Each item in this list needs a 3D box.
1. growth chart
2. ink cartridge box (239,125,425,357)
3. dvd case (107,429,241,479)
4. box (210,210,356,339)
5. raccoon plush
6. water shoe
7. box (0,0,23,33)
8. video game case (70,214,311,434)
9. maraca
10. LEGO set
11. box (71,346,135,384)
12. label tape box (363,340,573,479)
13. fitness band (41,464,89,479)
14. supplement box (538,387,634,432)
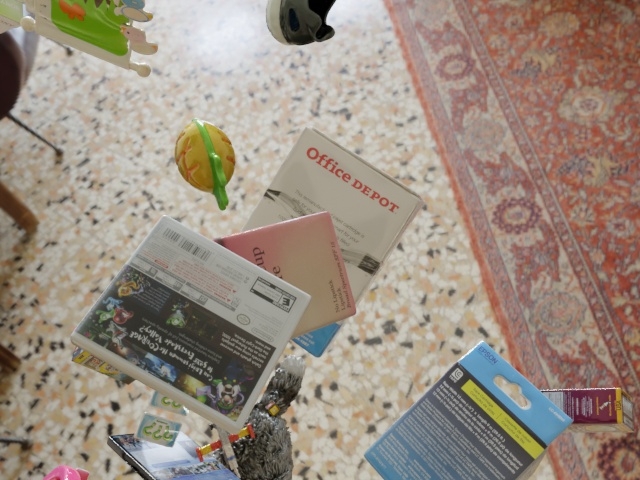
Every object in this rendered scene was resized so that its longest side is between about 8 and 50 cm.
[{"bbox_3d":[-0.247,-0.256,0.690,0.171,0.237,0.021,18,65,5],"label":"growth chart"},{"bbox_3d":[0.000,0.000,1.517,0.285,0.166,0.395,34,98,9],"label":"ink cartridge box"},{"bbox_3d":[-0.294,0.453,1.439,0.253,0.180,0.022,22,99,43],"label":"dvd case"},{"bbox_3d":[-0.090,0.062,0.915,0.232,0.149,0.126,-16,1,-40],"label":"box"},{"bbox_3d":[-0.079,0.528,1.709,0.299,0.216,0.447,28,85,21],"label":"raccoon plush"},{"bbox_3d":[0.004,-0.308,0.773,0.080,0.073,0.203,12,89,31],"label":"water shoe"},{"bbox_3d":[-0.549,-0.445,1.061,0.232,0.058,0.322,-11,82,27],"label":"box"},{"bbox_3d":[-0.128,0.082,0.741,0.190,0.022,0.173,29,55,1],"label":"video game case"},{"bbox_3d":[-0.188,-0.130,1.194,0.099,0.127,0.186,-18,44,-16],"label":"maraca"},{"bbox_3d":[-0.196,0.323,1.322,0.183,0.244,0.060,-67,21,-4],"label":"LEGO set"},{"bbox_3d":[-0.459,0.254,1.675,0.233,0.159,0.044,-35,37,36],"label":"box"},{"bbox_3d":[0.300,0.415,1.448,0.347,0.115,0.249,-42,57,-8],"label":"label tape box"},{"bbox_3d":[-0.482,0.501,1.211,0.291,0.054,0.209,-42,25,37],"label":"fitness band"},{"bbox_3d":[0.601,0.388,1.616,0.188,0.104,0.081,-11,60,35],"label":"supplement box"}]
